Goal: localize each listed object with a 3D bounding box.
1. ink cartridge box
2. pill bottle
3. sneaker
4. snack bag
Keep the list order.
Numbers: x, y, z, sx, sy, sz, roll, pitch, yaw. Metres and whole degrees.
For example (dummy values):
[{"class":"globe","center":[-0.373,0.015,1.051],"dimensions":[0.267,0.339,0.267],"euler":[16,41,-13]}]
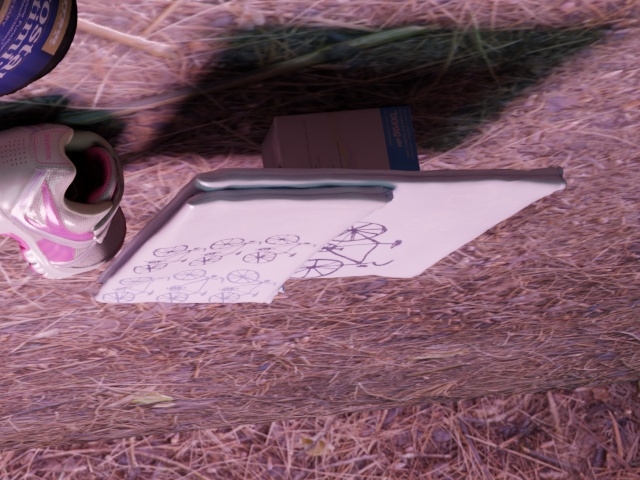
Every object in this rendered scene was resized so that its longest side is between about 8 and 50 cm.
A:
[{"class":"ink cartridge box","center":[0.009,-0.061,1.524],"dimensions":[0.143,0.090,0.092],"euler":[-4,165,-12]},{"class":"pill bottle","center":[-0.212,-0.146,0.981],"dimensions":[0.123,0.122,0.219],"euler":[-10,179,6]},{"class":"sneaker","center":[-0.216,-0.034,1.472],"dimensions":[0.111,0.103,0.252],"euler":[-11,166,14]},{"class":"snack bag","center":[0.000,0.000,1.501],"dimensions":[0.343,0.037,0.323],"euler":[-2,164,-23]}]
